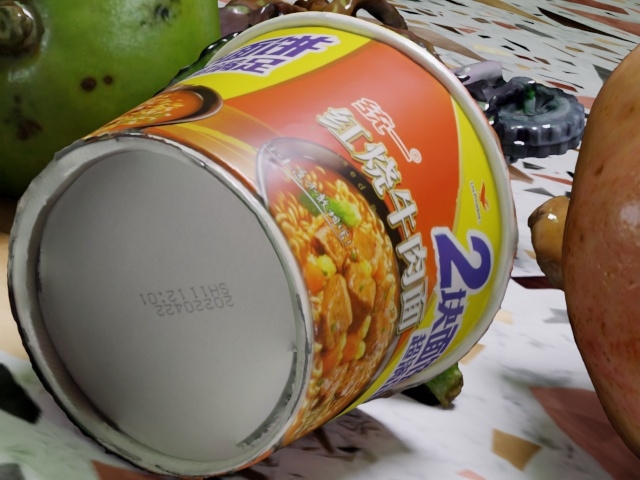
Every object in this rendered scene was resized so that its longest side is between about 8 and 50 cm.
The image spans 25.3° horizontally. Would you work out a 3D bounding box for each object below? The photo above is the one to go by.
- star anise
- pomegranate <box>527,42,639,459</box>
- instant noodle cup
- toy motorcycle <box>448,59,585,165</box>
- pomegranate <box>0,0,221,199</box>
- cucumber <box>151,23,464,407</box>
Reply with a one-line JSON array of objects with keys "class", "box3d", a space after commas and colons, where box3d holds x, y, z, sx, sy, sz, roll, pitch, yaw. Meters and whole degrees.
[{"class": "star anise", "box3d": [0.010, -0.202, 1.465, 0.350, 0.109, 0.292, 4, 27, -35]}, {"class": "pomegranate", "box3d": [0.268, 0.008, 0.792, 0.338, 0.338, 0.338, 15, 18, -5]}, {"class": "instant noodle cup", "box3d": [-0.033, 0.008, 0.689, 0.213, 0.213, 0.174, 24, 28, 21]}, {"class": "toy motorcycle", "box3d": [0.037, -0.078, 1.049, 0.327, 0.143, 0.188, -21, 36, -36]}, {"class": "pomegranate", "box3d": [-0.179, -0.153, 0.957, 0.236, 0.236, 0.302, 14, 20, -10]}, {"class": "cucumber", "box3d": [0.001, -0.001, 0.840, 0.244, 0.134, 0.134, 47, 27, 12]}]
